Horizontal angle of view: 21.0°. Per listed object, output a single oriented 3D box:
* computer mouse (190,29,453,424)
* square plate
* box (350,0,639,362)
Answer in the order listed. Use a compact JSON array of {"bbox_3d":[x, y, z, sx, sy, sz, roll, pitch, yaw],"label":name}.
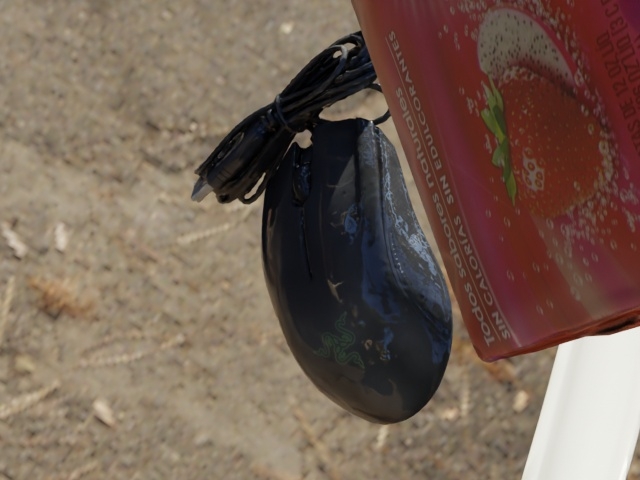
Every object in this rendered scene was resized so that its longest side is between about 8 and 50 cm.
[{"bbox_3d":[0.000,0.000,1.189,0.072,0.188,0.272,12,48,-48],"label":"computer mouse"},{"bbox_3d":[0.111,0.200,0.917,0.049,0.344,0.347,15,28,9],"label":"square plate"},{"bbox_3d":[0.071,-0.116,0.401,0.128,0.122,0.257,-17,84,-23],"label":"box"}]
